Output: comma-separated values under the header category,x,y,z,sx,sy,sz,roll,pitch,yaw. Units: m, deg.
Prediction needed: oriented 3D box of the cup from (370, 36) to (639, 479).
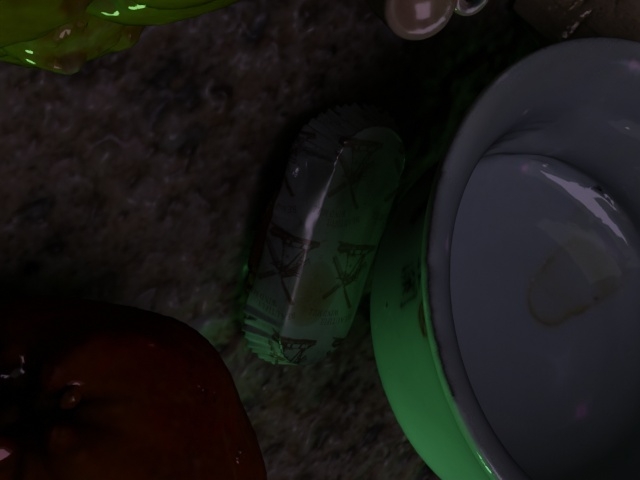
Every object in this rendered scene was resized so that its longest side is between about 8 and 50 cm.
category,x,y,z,sx,sy,sz,roll,pitch,yaw
cup,0.169,0.053,1.074,0.347,0.163,0.347,8,75,-29

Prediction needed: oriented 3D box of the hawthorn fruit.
category,x,y,z,sx,sy,sz,roll,pitch,yaw
hawthorn fruit,-0.121,0.151,0.961,0.211,0.211,0.299,-52,146,-2

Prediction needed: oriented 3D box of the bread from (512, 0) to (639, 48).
category,x,y,z,sx,sy,sz,roll,pitch,yaw
bread,0.200,-0.144,1.178,0.077,0.105,0.152,-49,169,-6

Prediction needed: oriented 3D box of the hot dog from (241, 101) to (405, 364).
category,x,y,z,sx,sy,sz,roll,pitch,yaw
hot dog,0.000,0.000,1.074,0.099,0.053,0.192,-1,116,-35

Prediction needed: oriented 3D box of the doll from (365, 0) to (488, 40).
category,x,y,z,sx,sy,sz,roll,pitch,yaw
doll,0.061,-0.245,0.928,0.154,0.119,0.278,-32,129,-3

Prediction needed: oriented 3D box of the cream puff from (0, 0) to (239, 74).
category,x,y,z,sx,sy,sz,roll,pitch,yaw
cream puff,-0.156,-0.164,0.636,0.291,0.324,0.257,-57,168,-40
